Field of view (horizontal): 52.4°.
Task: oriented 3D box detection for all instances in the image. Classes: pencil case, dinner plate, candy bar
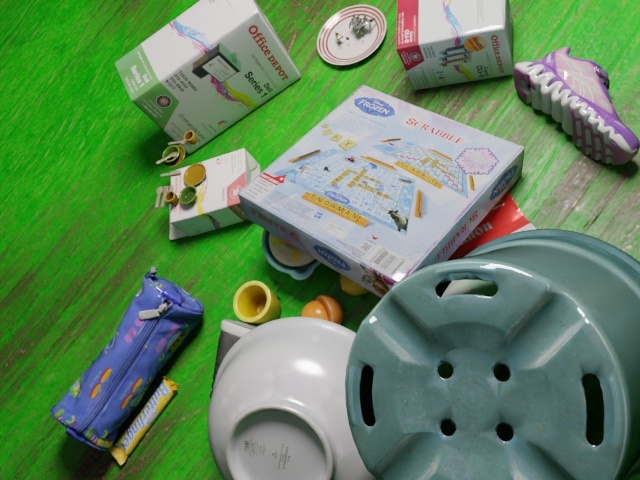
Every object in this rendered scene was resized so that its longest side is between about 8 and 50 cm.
[{"bbox_3d":[-0.321,0.200,1.093,0.119,0.133,0.306,34,84,-2],"label":"pencil case"},{"bbox_3d":[0.061,-0.393,1.252,0.141,0.017,0.141,-9,65,19],"label":"dinner plate"},{"bbox_3d":[-0.298,0.302,1.102,0.040,0.018,0.161,34,85,31],"label":"candy bar"}]

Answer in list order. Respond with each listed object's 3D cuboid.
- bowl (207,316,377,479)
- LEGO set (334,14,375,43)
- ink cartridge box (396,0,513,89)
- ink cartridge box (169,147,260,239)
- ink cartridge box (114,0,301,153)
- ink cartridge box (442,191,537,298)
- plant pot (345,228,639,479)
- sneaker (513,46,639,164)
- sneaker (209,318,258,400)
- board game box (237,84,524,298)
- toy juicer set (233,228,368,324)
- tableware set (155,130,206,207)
[{"bbox_3d":[-0.034,0.260,0.862,0.298,0.134,0.297,2,98,16],"label":"bowl"},{"bbox_3d":[0.064,-0.406,1.233,0.083,0.023,0.054,-39,58,3],"label":"LEGO set"},{"bbox_3d":[0.230,-0.351,1.093,0.176,0.128,0.127,-5,66,22],"label":"ink cartridge box"},{"bbox_3d":[-0.211,-0.082,1.203,0.198,0.067,0.115,-16,61,18],"label":"ink cartridge box"},{"bbox_3d":[-0.205,-0.323,1.229,0.278,0.201,0.117,-33,59,7],"label":"ink cartridge box"},{"bbox_3d":[0.244,0.030,0.965,0.181,0.056,0.224,-30,61,9],"label":"ink cartridge box"},{"bbox_3d":[0.210,0.148,0.706,0.341,0.334,0.340,-1,87,30],"label":"plant pot"},{"bbox_3d":[0.402,-0.216,0.984,0.105,0.095,0.236,-33,57,-2],"label":"sneaker"},{"bbox_3d":[-0.039,0.231,0.981,0.296,0.105,0.146,16,88,23],"label":"sneaker"},{"bbox_3d":[0.093,-0.088,1.014,0.319,0.065,0.318,31,62,31],"label":"board game box"},{"bbox_3d":[0.000,0.000,1.056,0.209,0.089,0.328,15,76,28],"label":"toy juicer set"},{"bbox_3d":[-0.256,-0.132,1.193,0.104,0.024,0.154,-5,63,22],"label":"tableware set"}]
